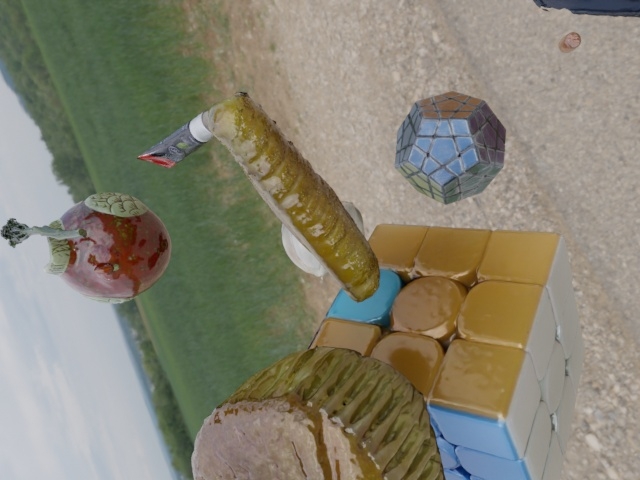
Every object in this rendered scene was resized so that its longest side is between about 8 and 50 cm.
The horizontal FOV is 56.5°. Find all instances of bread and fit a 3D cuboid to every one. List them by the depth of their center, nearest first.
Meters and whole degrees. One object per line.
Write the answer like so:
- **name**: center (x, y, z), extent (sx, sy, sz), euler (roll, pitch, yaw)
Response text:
- **bread**: center (0.005, 0.237, 0.577), extent (0.228, 0.142, 0.253), euler (-9, 107, 28)

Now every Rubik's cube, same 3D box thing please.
- **Rubik's cube**: center (0.193, 0.176, 0.863), extent (0.292, 0.291, 0.290), euler (4, 140, 36)
- **Rubik's cube**: center (0.365, -0.263, 1.691), extent (0.318, 0.319, 0.264), euler (70, -159, -4)

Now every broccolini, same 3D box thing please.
- **broccolini**: center (-0.452, -0.018, 0.969), extent (0.218, 0.042, 0.044), euler (-3, 126, 34)

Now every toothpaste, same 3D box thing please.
- **toothpaste**: center (-0.249, -0.173, 1.072), extent (0.194, 0.071, 0.045), euler (-22, 64, 39)

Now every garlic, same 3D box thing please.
- **garlic**: center (-0.007, -0.002, 1.503), extent (0.281, 0.185, 0.202), euler (-1, 83, 43)

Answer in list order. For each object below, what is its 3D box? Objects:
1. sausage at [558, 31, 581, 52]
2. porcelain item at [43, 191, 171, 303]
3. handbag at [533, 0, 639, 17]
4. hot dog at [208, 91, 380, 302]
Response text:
- **sausage**: center (0.503, -0.399, 1.204), extent (0.083, 0.034, 0.034), euler (-44, -65, -76)
- **porcelain item**: center (-0.440, 0.025, 1.231), extent (0.253, 0.253, 0.252), euler (54, 157, 36)
- **handbag**: center (0.464, -0.504, 0.886), extent (0.303, 0.122, 0.329), euler (-130, 35, -61)
- **hot dog**: center (-0.017, -0.042, 0.651), extent (0.289, 0.068, 0.083), euler (53, 180, -31)
